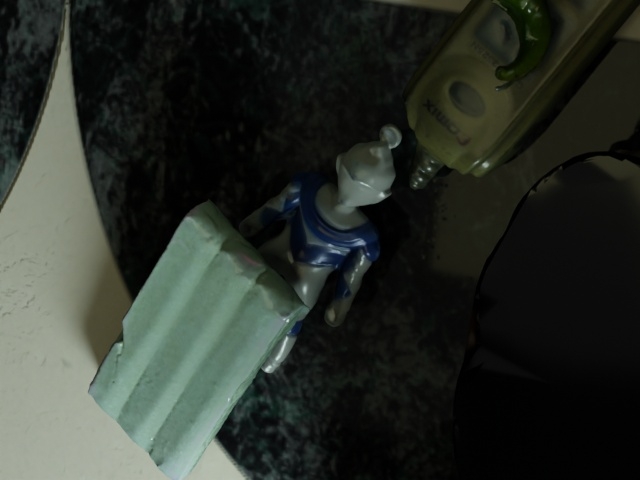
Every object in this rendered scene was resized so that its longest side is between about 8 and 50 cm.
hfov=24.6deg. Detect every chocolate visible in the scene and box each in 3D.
[{"bbox_3d":[0.217,0.089,0.964,0.225,0.210,0.340,4,107,18],"label":"chocolate"}]

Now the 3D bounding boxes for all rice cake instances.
[{"bbox_3d":[-0.103,0.081,1.156,0.127,0.043,0.237,44,129,9],"label":"rice cake"}]

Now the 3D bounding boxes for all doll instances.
[{"bbox_3d":[0.000,0.000,1.118,0.114,0.057,0.227,49,123,13],"label":"doll"}]

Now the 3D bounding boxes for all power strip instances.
[{"bbox_3d":[0.175,-0.181,1.001,0.092,0.066,0.387,43,114,11],"label":"power strip"}]

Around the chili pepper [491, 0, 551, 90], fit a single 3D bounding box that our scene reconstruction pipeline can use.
[{"bbox_3d":[-0.002,-0.222,0.976,0.359,0.076,0.085,30,74,6],"label":"chili pepper"}]
